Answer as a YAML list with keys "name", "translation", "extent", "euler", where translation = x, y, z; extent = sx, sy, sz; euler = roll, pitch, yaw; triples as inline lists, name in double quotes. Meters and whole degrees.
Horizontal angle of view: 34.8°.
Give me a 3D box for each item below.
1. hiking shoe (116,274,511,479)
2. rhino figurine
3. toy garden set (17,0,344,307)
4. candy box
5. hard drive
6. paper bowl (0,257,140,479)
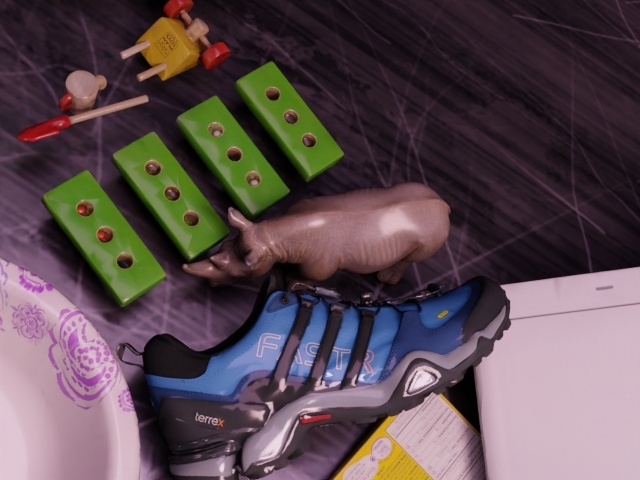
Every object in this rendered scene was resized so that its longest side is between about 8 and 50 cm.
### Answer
- name: "hiking shoe"
  translation: [0.010, 0.078, 0.788]
  extent: [0.304, 0.113, 0.132]
  euler: [-23, 90, -18]
- name: "rhino figurine"
  translation: [0.000, 0.000, 0.852]
  extent: [0.243, 0.106, 0.073]
  euler: [-9, 70, -24]
- name: "toy garden set"
  translation: [-0.134, -0.085, 0.876]
  extent: [0.244, 0.049, 0.204]
  euler: [-35, 85, -28]
- name: "candy box"
  translation: [0.056, 0.215, 0.824]
  extent: [0.105, 0.027, 0.206]
  euler: [48, 60, -1]
- name: "hard drive"
  translation: [0.250, 0.194, 0.805]
  extent: [0.233, 0.047, 0.353]
  euler: [-8, 65, 10]
- name: "paper bowl"
  translation: [-0.268, 0.153, 0.662]
  extent: [0.284, 0.148, 0.284]
  euler: [7, 65, -17]
